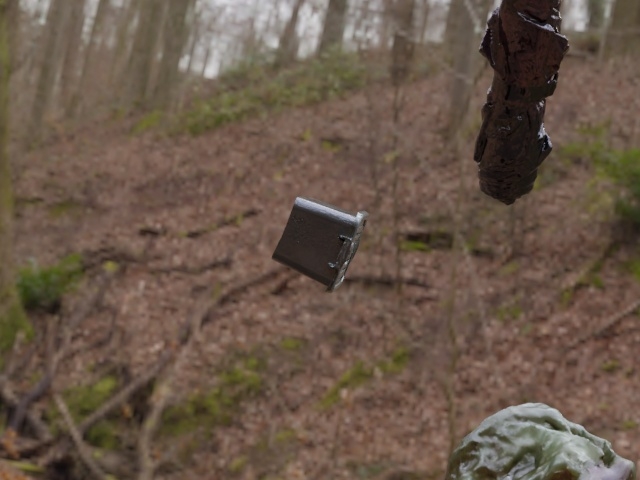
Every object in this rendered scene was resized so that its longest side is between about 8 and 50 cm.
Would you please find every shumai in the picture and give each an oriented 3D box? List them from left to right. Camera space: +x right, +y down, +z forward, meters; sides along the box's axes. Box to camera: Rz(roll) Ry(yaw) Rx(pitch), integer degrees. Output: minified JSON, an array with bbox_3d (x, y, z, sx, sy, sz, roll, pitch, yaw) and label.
[{"bbox_3d":[0.281,0.363,1.620,0.225,0.261,0.222,-3,28,-18],"label":"shumai"}]

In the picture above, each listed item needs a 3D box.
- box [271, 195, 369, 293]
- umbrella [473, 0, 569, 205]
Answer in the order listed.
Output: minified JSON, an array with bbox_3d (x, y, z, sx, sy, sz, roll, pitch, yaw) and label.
[{"bbox_3d":[0.000,0.000,1.251,0.069,0.084,0.122,22,3,4],"label":"box"},{"bbox_3d":[0.227,-0.194,1.412,0.094,0.326,0.090,17,33,19],"label":"umbrella"}]
